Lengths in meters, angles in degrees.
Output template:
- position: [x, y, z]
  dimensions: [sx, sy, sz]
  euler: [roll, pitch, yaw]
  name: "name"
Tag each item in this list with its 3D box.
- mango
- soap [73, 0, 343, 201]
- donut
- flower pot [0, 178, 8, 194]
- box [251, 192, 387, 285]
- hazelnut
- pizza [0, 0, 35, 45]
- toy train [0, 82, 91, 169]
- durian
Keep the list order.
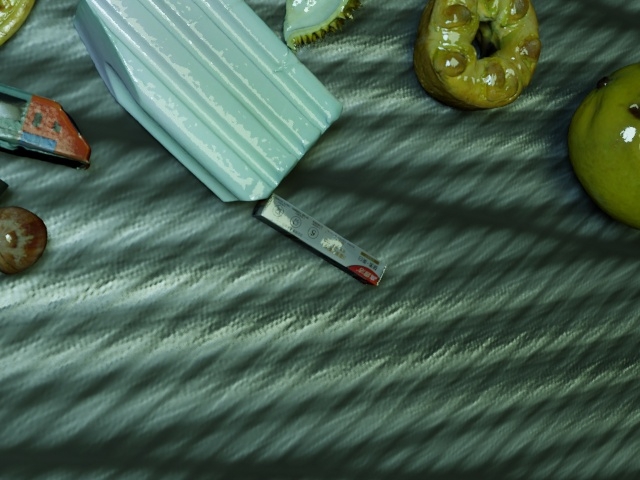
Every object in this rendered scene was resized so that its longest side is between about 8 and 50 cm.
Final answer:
- position: [0.640, -0.149, 1.262]
  dimensions: [0.445, 0.220, 0.301]
  euler: [18, 79, -25]
  name: "mango"
- position: [-0.161, -0.226, 0.970]
  dimensions: [0.347, 0.115, 0.208]
  euler: [44, 72, -16]
  name: "soap"
- position: [0.256, -0.321, 1.154]
  dimensions: [0.226, 0.114, 0.226]
  euler: [1, 88, -24]
  name: "donut"
- position: [-0.445, -0.065, 0.787]
  dimensions: [0.103, 0.229, 0.108]
  euler: [36, 79, 1]
  name: "flower pot"
- position: [0.000, 0.000, 1.068]
  dimensions: [0.218, 0.055, 0.039]
  euler: [32, 79, -19]
  name: "box"
- position: [-0.386, -0.001, 0.886]
  dimensions: [0.086, 0.086, 0.086]
  euler: [1, 88, -23]
  name: "hazelnut"
- position: [-0.428, -0.304, 0.899]
  dimensions: [0.099, 0.036, 0.160]
  euler: [37, 75, -18]
  name: "pizza"
- position: [-0.479, -0.178, 0.847]
  dimensions: [0.409, 0.086, 0.089]
  euler: [15, 81, -22]
  name: "toy train"
- position: [0.013, -0.408, 1.061]
  dimensions: [0.139, 0.144, 0.252]
  euler: [0, 94, -2]
  name: "durian"
